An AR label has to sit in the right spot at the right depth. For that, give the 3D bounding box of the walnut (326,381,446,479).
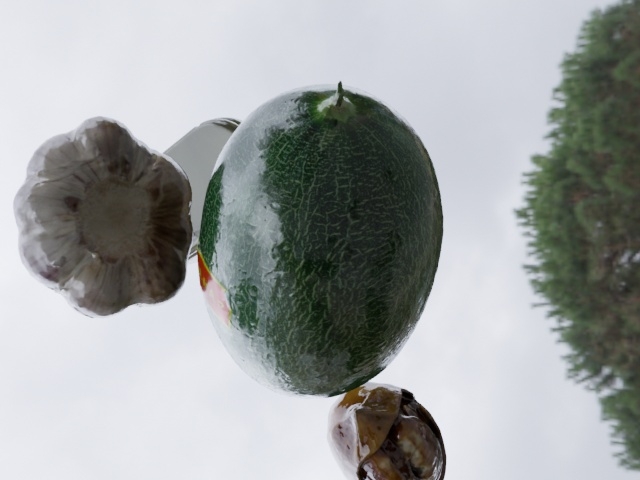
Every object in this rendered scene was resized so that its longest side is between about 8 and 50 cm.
[{"bbox_3d":[0.065,0.198,0.831,0.115,0.116,0.207,-69,-28,-24],"label":"walnut"}]

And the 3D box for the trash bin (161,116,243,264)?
[{"bbox_3d":[-0.094,-0.060,1.042,0.247,0.243,0.121,-14,-105,-55],"label":"trash bin"}]

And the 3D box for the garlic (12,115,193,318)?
[{"bbox_3d":[-0.173,-0.015,0.689,0.147,0.102,0.159,-32,-81,-24],"label":"garlic"}]

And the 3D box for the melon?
[{"bbox_3d":[0.000,0.000,0.635,0.182,0.182,0.287,-41,-27,-41],"label":"melon"}]
